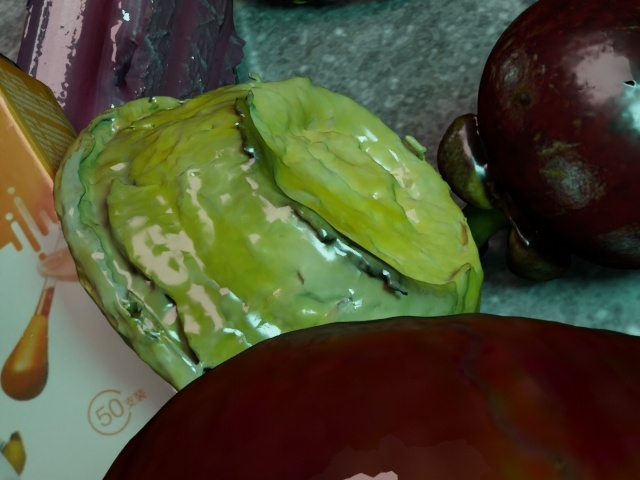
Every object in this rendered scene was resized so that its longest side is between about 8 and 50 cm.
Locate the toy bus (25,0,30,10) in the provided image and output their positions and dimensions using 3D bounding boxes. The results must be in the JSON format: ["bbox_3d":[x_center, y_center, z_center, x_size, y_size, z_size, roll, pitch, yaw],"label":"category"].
[{"bbox_3d":[-0.226,-0.273,1.288,0.167,0.076,0.073,-12,47,14],"label":"toy bus"}]

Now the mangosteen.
[{"bbox_3d":[0.189,-0.067,0.878,0.257,0.215,0.215,-34,38,35],"label":"mangosteen"}]

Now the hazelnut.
[{"bbox_3d":[0.071,0.209,0.550,0.359,0.409,0.359,-24,55,39],"label":"hazelnut"}]

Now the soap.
[{"bbox_3d":[-0.163,-0.176,1.072,0.127,0.220,0.324,7,77,18],"label":"soap"}]

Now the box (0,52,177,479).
[{"bbox_3d":[-0.234,0.052,0.854,0.225,0.143,0.341,-35,73,3],"label":"box"}]

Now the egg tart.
[{"bbox_3d":[0.000,0.000,0.808,0.132,0.345,0.345,-50,39,29],"label":"egg tart"}]

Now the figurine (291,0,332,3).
[{"bbox_3d":[0.012,-0.336,1.190,0.265,0.175,0.197,5,58,35],"label":"figurine"}]
